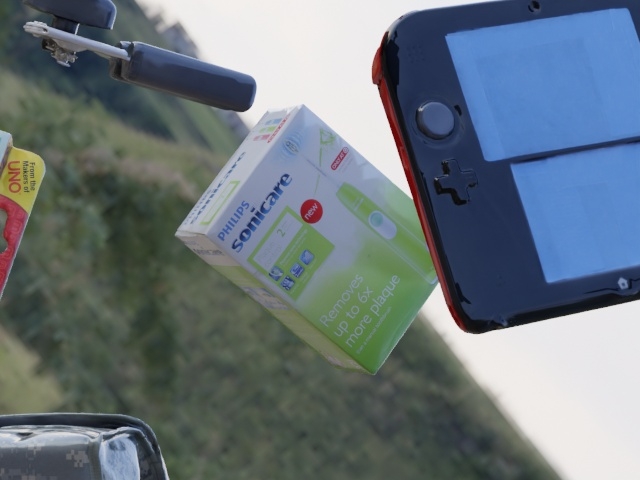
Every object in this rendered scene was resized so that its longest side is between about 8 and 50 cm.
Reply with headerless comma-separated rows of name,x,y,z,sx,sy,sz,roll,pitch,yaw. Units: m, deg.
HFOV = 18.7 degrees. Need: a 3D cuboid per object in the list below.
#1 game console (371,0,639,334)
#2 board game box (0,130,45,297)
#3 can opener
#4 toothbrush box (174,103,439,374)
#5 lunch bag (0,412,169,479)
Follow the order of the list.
game console,0.260,-0.095,2.014,0.060,0.387,0.342,-50,-125,60
board game box,-0.300,-0.035,1.129,0.259,0.124,0.039,18,-14,-6
can opener,-0.198,-0.210,2.149,0.280,0.093,0.074,19,0,-28
toothbrush box,0.000,0.000,2.389,0.283,0.206,0.122,41,-15,-17
lunch bag,-0.301,0.268,2.050,0.287,0.235,0.168,12,76,-81
